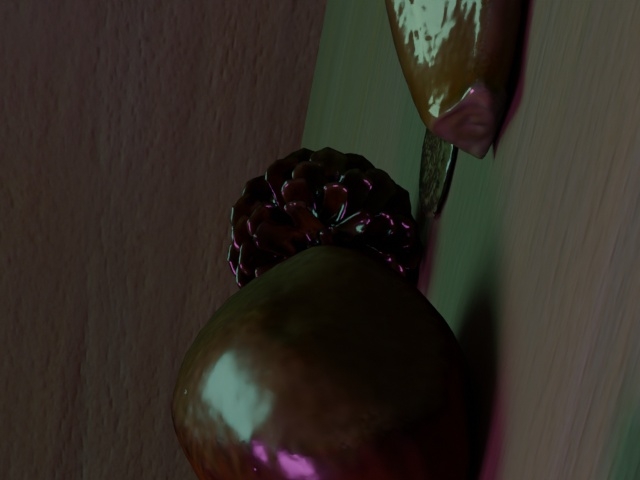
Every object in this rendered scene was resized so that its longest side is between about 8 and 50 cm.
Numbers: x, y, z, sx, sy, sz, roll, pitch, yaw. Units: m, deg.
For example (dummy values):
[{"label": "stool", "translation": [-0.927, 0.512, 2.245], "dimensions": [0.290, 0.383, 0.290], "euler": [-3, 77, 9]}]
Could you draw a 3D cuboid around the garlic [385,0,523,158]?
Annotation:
[{"label": "garlic", "translation": [0.093, -0.208, 0.991], "dimensions": [0.143, 0.112, 0.318], "euler": [121, 147, -69]}]

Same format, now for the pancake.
[{"label": "pancake", "translation": [0.092, -0.069, 1.152], "dimensions": [0.115, 0.011, 0.115], "euler": [-171, 90, -85]}]

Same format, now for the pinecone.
[{"label": "pinecone", "translation": [0.005, 0.005, 1.183], "dimensions": [0.165, 0.163, 0.163], "euler": [-143, 62, -84]}]

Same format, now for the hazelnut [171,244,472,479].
[{"label": "hazelnut", "translation": [0.001, 0.112, 0.903], "dimensions": [0.210, 0.186, 0.210], "euler": [-172, 90, -65]}]
